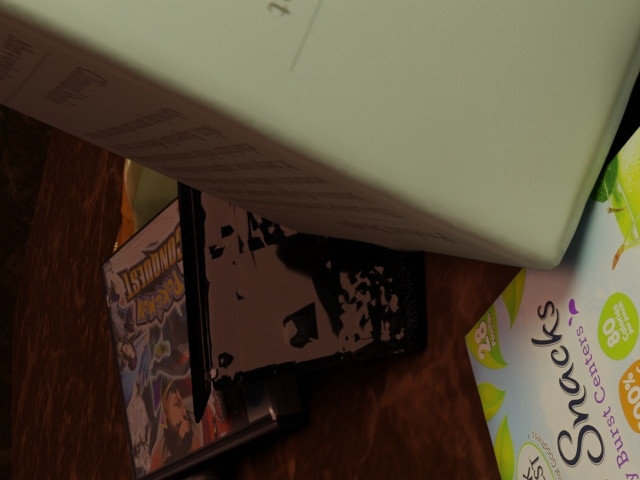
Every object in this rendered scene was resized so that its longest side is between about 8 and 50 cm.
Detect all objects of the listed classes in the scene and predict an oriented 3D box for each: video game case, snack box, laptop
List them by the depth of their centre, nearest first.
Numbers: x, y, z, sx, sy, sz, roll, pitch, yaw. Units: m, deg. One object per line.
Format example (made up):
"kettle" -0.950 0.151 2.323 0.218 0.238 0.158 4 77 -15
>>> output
"snack box" 0.144 0.078 0.405 0.174 0.070 0.207 121 151 -44
"laptop" -0.033 0.006 0.827 0.264 0.136 0.234 -15 71 23
"video game case" -0.126 0.090 0.993 0.275 0.035 0.248 -33 63 47

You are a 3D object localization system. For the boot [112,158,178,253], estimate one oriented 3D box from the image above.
"boot" -0.223 -0.041 1.334 0.211 0.104 0.295 -179 93 -68

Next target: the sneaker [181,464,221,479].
"sneaker" -0.139 0.302 1.062 0.191 0.071 0.083 -62 21 24

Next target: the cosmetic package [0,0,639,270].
"cosmetic package" -0.064 -0.212 0.512 0.328 0.393 0.329 -68 21 -5
